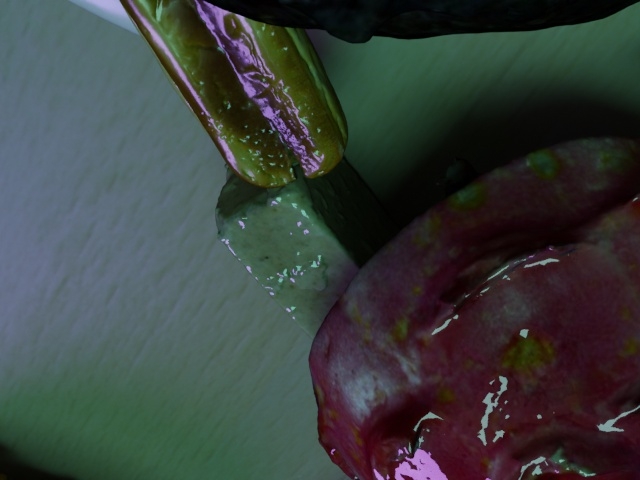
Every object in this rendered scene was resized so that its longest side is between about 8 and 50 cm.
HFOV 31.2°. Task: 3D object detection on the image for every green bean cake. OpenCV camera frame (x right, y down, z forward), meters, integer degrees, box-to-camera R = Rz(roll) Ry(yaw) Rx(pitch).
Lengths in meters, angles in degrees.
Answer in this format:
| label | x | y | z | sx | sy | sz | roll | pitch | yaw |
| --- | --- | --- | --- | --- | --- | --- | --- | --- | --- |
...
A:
| label | x | y | z | sx | sy | sz | roll | pitch | yaw |
| --- | --- | --- | --- | --- | --- | --- | --- | --- | --- |
| green bean cake | 0.000 | 0.000 | 0.915 | 0.085 | 0.109 | 0.179 | -26 | 124 | 24 |

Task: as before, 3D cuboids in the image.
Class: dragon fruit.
| label | x | y | z | sx | sy | sz | roll | pitch | yaw |
| --- | --- | --- | --- | --- | --- | --- | --- | --- | --- |
| dragon fruit | 0.194 | 0.118 | 0.853 | 0.386 | 0.249 | 0.371 | -32 | 142 | 4 |

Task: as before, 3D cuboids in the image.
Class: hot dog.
| label | x | y | z | sx | sy | sz | roll | pitch | yaw |
| --- | --- | --- | --- | --- | --- | --- | --- | --- | --- |
| hot dog | -0.060 | -0.134 | 0.753 | 0.100 | 0.068 | 0.249 | -14 | 130 | 20 |

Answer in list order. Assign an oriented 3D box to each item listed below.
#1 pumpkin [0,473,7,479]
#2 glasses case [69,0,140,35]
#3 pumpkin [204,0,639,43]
| label | x | y | z | sx | sy | sz | roll | pitch | yaw |
| --- | --- | --- | --- | --- | --- | --- | --- | --- | --- |
| pumpkin | -0.309 | 0.387 | 1.182 | 0.303 | 0.256 | 0.225 | 17 | 128 | -29 |
| glasses case | -0.180 | -0.233 | 0.756 | 0.297 | 0.075 | 0.113 | 28 | 124 | -19 |
| pumpkin | 0.039 | -0.301 | 0.501 | 0.454 | 0.344 | 0.454 | 3 | 117 | 7 |
